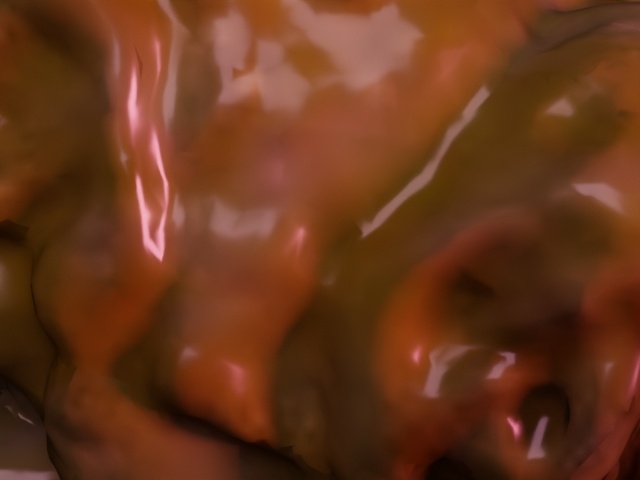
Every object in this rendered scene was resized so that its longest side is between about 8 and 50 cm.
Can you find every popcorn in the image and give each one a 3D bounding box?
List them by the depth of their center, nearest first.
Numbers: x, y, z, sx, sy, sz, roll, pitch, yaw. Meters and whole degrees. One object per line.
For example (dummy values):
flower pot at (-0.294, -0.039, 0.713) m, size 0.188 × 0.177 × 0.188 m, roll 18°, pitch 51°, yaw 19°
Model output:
popcorn at (-0.014, 0.001, 0.450) m, size 0.312 × 0.312 × 0.312 m, roll 0°, pitch 57°, yaw 0°
